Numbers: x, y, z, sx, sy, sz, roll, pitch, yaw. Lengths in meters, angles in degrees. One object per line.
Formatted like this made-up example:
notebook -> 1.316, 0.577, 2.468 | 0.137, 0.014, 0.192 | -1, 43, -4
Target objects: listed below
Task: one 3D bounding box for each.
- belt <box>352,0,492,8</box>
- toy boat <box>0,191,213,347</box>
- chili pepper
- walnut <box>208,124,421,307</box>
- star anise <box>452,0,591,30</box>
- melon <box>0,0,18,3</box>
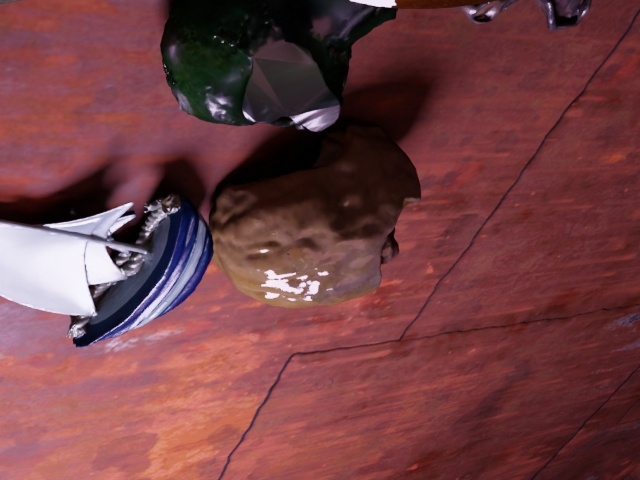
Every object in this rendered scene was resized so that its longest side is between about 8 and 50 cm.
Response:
belt -> 0.108, -0.289, 0.741 | 0.339, 0.217, 0.122 | -23, 153, -18
toy boat -> -0.224, 0.011, 1.024 | 0.210, 0.070, 0.291 | -36, 145, 7
chili pepper -> -0.020, -0.185, 0.869 | 0.264, 0.116, 0.148 | -38, 144, 11
walnut -> -0.007, -0.004, 1.115 | 0.204, 0.141, 0.238 | 6, 131, -37
star anise -> 0.207, -0.271, 0.955 | 0.220, 0.099, 0.214 | -31, 139, 1
melon -> -0.156, -0.254, 0.539 | 0.329, 0.248, 0.248 | -29, 151, -31
